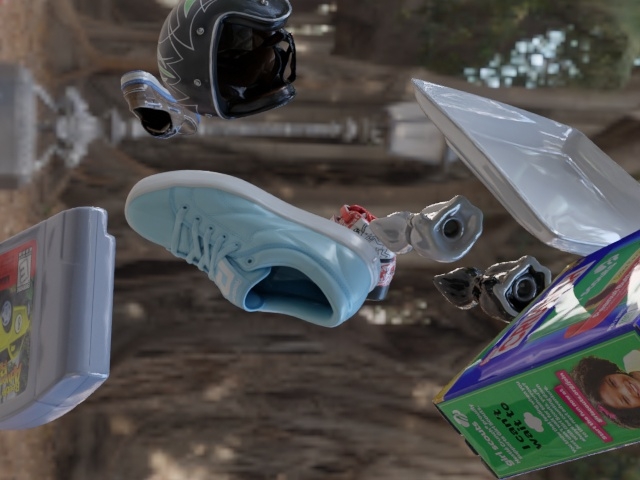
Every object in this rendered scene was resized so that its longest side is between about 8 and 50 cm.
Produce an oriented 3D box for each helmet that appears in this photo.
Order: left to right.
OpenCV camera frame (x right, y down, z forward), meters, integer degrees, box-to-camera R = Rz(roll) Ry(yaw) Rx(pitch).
[{"bbox_3d":[-0.116,-0.224,1.591,0.169,0.161,0.169,168,-90,-76],"label":"helmet"}]

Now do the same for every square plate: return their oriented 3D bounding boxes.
[{"bbox_3d":[0.311,-0.070,1.713,0.049,0.347,0.344,-59,-137,23],"label":"square plate"}]

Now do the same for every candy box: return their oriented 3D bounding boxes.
[{"bbox_3d":[0.302,0.088,1.301,0.122,0.268,0.317,51,-35,-2],"label":"candy box"}]

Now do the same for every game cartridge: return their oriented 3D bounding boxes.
[{"bbox_3d":[-0.305,0.093,1.362,0.294,0.060,0.196,-21,-113,48],"label":"game cartridge"}]

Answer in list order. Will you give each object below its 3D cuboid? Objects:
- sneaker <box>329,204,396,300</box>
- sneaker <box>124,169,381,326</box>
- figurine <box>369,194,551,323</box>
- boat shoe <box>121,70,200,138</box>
[{"bbox_3d":[0.001,0.000,2.268,0.090,0.270,0.145,-78,-178,-74],"label":"sneaker"},{"bbox_3d":[-0.108,0.014,1.769,0.150,0.365,0.135,-58,160,-53],"label":"sneaker"},{"bbox_3d":[0.179,0.027,1.831,0.092,0.215,0.209,-55,-164,-16],"label":"figurine"},{"bbox_3d":[-0.245,-0.191,2.026,0.183,0.066,0.066,31,49,-55],"label":"boat shoe"}]
